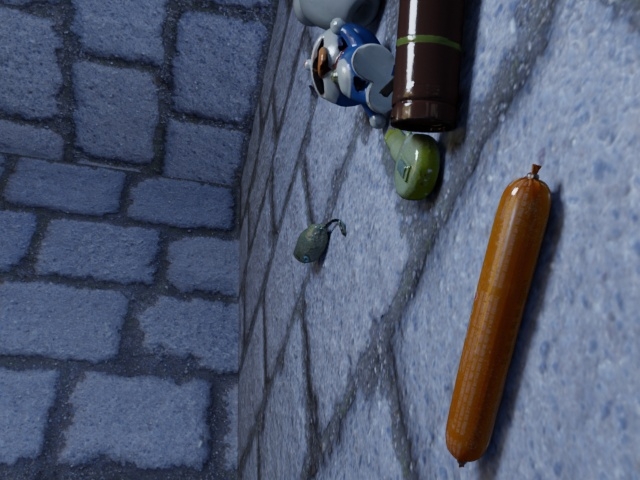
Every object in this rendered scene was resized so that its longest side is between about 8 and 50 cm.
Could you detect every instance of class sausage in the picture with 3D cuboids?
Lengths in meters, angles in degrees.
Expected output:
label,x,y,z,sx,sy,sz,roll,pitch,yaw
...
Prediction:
label,x,y,z,sx,sy,sz,roll,pitch,yaw
sausage,0.188,0.089,0.641,0.053,0.053,0.347,-130,49,-72

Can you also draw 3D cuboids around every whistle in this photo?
label,x,y,z,sx,sy,sz,roll,pitch,yaw
whistle,0.136,-0.136,0.956,0.198,0.057,0.104,-108,28,-58

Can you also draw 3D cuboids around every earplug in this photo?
label,x,y,z,sx,sy,sz,roll,pitch,yaw
earplug,0.040,-0.568,1.365,0.214,0.175,0.325,-44,19,13

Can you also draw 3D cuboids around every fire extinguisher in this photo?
label,x,y,z,sx,sy,sz,roll,pitch,yaw
fire extinguisher,0.151,-0.333,0.865,0.142,0.105,0.341,3,89,39

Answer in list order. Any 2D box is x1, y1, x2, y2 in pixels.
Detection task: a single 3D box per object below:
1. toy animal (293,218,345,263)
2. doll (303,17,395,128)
label,x,y,z,sx,sy,sz,roll,pitch,yaw
toy animal,0.003,-0.009,1.450,0.079,0.070,0.253,60,144,6
doll,0.064,-0.324,1.154,0.257,0.161,0.215,-123,16,-65
